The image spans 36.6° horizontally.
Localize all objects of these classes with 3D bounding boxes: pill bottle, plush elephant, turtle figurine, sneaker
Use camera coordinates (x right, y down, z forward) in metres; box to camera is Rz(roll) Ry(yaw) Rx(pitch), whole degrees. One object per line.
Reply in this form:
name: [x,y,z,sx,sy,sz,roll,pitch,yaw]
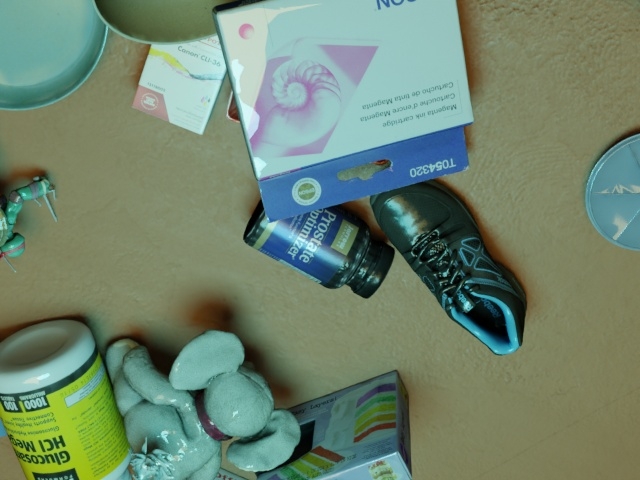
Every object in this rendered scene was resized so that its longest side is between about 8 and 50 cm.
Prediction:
pill bottle: [0.000,0.000,1.513,0.219,0.123,0.123,28,114,-10]
plush elephant: [-0.189,0.274,1.592,0.255,0.330,0.272,-25,105,-5]
turtle figurine: [-0.512,-0.057,1.527,0.175,0.118,0.234,-24,106,14]
pill bottle: [-0.432,0.319,1.654,0.188,0.188,0.334,-11,114,8]
sneaker: [0.210,0.035,1.508,0.341,0.139,0.125,44,113,-14]

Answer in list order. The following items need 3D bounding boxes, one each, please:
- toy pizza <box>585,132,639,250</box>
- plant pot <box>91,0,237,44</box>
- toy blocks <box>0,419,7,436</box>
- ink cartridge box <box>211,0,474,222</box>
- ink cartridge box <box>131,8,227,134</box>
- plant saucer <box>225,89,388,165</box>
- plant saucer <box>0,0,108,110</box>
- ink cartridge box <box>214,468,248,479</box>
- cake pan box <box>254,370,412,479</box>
toy pizza: [0.510,-0.077,1.496,0.201,0.032,0.201,2,117,3]
plant pot: [-0.187,-0.421,1.269,0.284,0.284,0.191,-30,67,16]
toy blocks: [-0.665,0.239,1.657,0.261,0.191,0.381,-14,115,-3]
ink cartridge box: [0.046,-0.202,1.356,0.324,0.071,0.330,-16,113,-5]
ink cartridge box: [-0.191,-0.272,1.425,0.115,0.067,0.198,21,115,-6]
plant saucer: [0.015,-0.266,1.427,0.258,0.048,0.259,16,116,-4]
plant saucer: [-0.464,-0.348,1.417,0.317,0.044,0.317,1,117,2]
ink cartridge box: [-0.157,0.543,1.694,0.207,0.283,0.117,26,111,-9]
cake pan box: [0.020,0.344,1.609,0.267,0.246,0.070,-22,109,14]
